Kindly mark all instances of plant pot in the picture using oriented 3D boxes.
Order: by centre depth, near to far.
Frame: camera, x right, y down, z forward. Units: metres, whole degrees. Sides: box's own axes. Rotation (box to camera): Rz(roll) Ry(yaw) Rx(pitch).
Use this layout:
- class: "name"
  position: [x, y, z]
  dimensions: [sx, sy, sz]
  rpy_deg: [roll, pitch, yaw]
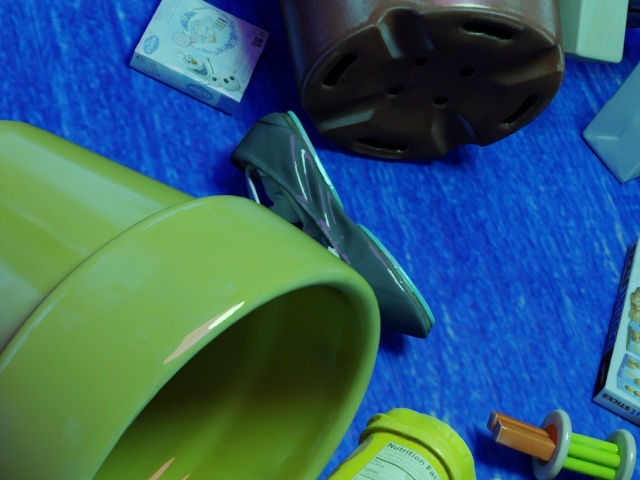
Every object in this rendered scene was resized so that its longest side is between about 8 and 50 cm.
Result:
- class: "plant pot"
  position: [-0.135, 0.059, 0.865]
  dimensions: [0.239, 0.254, 0.254]
  rpy_deg: [37, 43, 27]
- class: "plant pot"
  position: [0.072, -0.225, 1.196]
  dimensions: [0.272, 0.272, 0.265]
  rpy_deg: [8, 59, -22]

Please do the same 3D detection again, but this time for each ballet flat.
- class: "ballet flat"
  position: [0.000, 0.000, 1.096]
  dimensions: [0.074, 0.074, 0.203]
  rpy_deg: [-24, 73, -39]

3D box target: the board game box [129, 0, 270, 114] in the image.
- class: "board game box"
  position: [-0.094, -0.151, 1.197]
  dimensions: [0.090, 0.020, 0.090]
  rpy_deg: [26, 46, -7]

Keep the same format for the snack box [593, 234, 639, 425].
- class: "snack box"
  position: [0.262, 0.072, 1.197]
  dimensions: [0.064, 0.022, 0.178]
  rpy_deg: [29, 46, -4]

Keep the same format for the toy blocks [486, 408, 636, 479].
- class: "toy blocks"
  position: [0.140, 0.164, 1.035]
  dimensions: [0.148, 0.054, 0.123]
  rpy_deg: [17, 48, -14]

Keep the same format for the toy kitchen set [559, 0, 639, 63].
- class: "toy kitchen set"
  position: [0.248, -0.207, 1.328]
  dimensions: [0.207, 0.166, 0.122]
  rpy_deg: [5, 92, -35]

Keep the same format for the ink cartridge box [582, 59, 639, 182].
- class: "ink cartridge box"
  position: [0.329, -0.126, 1.337]
  dimensions: [0.181, 0.104, 0.061]
  rpy_deg: [-22, 67, -38]

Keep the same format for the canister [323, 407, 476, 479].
- class: "canister"
  position: [0.019, 0.197, 0.899]
  dimensions: [0.073, 0.126, 0.170]
  rpy_deg: [16, 38, 34]
